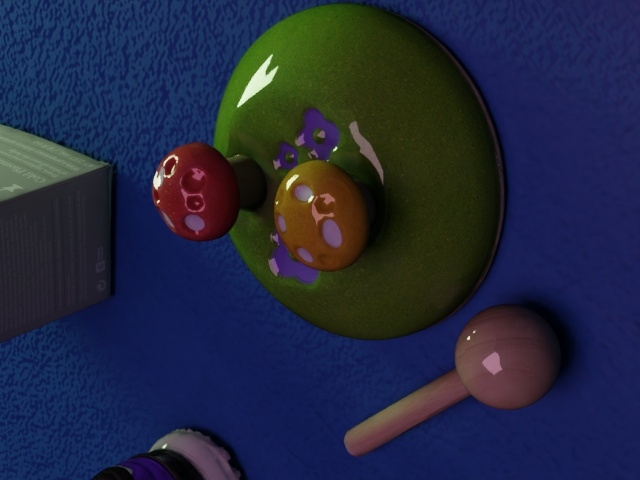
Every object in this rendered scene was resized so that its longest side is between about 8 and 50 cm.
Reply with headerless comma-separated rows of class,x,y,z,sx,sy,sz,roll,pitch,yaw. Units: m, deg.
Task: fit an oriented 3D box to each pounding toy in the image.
pounding toy,0.000,0.000,0.746,0.183,0.110,0.237,-28,85,43

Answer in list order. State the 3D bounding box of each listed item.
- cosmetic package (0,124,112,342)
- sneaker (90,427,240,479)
cosmetic package,-0.253,0.012,0.880,0.127,0.238,0.107,20,116,34
sneaker,-0.094,0.277,0.892,0.102,0.146,0.293,-16,93,43
